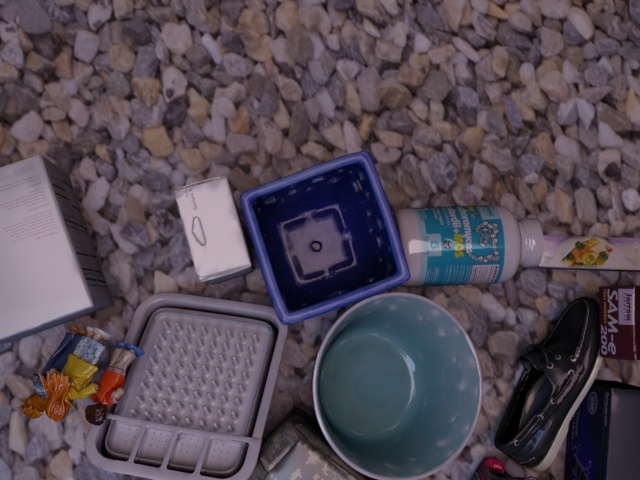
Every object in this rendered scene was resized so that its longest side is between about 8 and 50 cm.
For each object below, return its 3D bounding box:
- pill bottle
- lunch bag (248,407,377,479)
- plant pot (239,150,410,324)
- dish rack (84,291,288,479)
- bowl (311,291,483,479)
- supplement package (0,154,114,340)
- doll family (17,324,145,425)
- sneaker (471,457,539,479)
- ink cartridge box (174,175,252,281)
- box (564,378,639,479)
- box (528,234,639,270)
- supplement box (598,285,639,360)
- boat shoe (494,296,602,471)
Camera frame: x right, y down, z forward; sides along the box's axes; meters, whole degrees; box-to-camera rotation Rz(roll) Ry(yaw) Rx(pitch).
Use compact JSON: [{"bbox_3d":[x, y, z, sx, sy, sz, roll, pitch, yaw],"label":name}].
[{"bbox_3d":[0.265,0.008,1.378,0.264,0.146,0.146,-3,86,-5],"label":"pill bottle"},{"bbox_3d":[-0.028,0.474,1.286,0.305,0.212,0.256,41,85,1],"label":"lunch bag"},{"bbox_3d":[0.000,0.000,1.323,0.236,0.212,0.236,-19,88,-6],"label":"plant pot"},{"bbox_3d":[-0.215,0.256,1.284,0.286,0.072,0.332,6,56,10],"label":"dish rack"},{"bbox_3d":[0.110,0.252,1.320,0.312,0.163,0.311,3,80,-18],"label":"bowl"},{"bbox_3d":[-0.505,0.023,1.286,0.199,0.198,0.262,-20,87,-7],"label":"supplement package"},{"bbox_3d":[-0.424,0.224,1.248,0.118,0.263,0.163,40,63,-33],"label":"doll family"},{"bbox_3d":[0.374,0.467,1.292,0.121,0.299,0.112,27,79,-41],"label":"sneaker"},{"bbox_3d":[-0.179,-0.012,1.305,0.093,0.219,0.160,-16,88,-5],"label":"ink cartridge box"},{"bbox_3d":[0.521,0.389,1.353,0.103,0.184,0.261,6,85,-5],"label":"box"},{"bbox_3d":[0.561,0.027,1.442,0.324,0.067,0.063,2,87,-6],"label":"box"},{"bbox_3d":[0.603,0.147,1.373,0.239,0.073,0.130,5,84,-40],"label":"supplement box"},{"bbox_3d":[0.413,0.249,1.384,0.113,0.127,0.340,23,94,-15],"label":"boat shoe"}]
